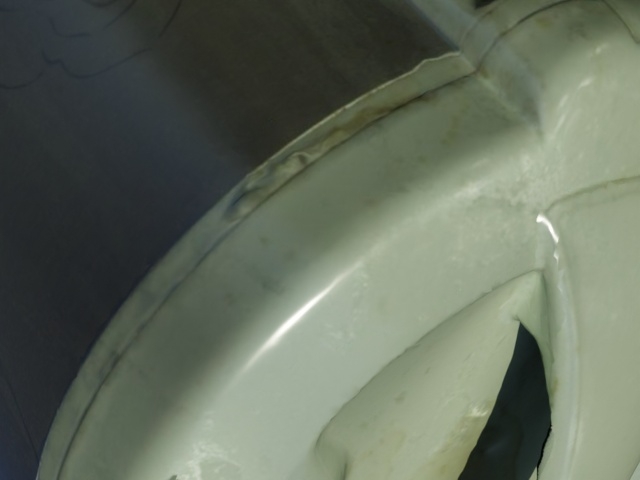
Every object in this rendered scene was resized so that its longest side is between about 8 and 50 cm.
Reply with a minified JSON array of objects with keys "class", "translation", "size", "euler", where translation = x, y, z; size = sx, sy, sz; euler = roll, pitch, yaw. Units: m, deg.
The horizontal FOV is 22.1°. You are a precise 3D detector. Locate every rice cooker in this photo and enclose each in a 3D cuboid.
[{"class":"rice cooker","translation":[0.003,0.002,0.560],"size":[0.277,0.288,0.288],"euler":[49,178,37]}]
